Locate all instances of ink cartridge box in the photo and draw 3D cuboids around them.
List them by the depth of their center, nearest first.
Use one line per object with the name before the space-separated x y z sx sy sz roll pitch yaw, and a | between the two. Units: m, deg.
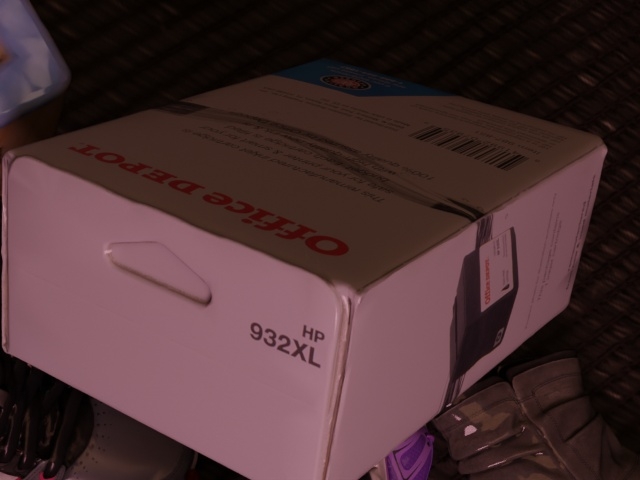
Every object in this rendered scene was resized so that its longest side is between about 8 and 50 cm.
ink cartridge box | 0.000 0.000 0.712 0.307 0.223 0.129 -27 131 -52

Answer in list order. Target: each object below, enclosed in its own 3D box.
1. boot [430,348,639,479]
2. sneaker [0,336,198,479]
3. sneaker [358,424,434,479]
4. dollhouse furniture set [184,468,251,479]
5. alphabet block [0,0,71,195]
boot | 0.209 0.152 0.896 0.246 0.083 0.161 -12 77 -20
sneaker | -0.205 0.094 0.725 0.295 0.178 0.124 11 67 -14
sneaker | 0.047 0.130 0.868 0.071 0.068 0.170 -2 88 -32
dollhouse furniture set | -0.074 0.218 0.676 0.135 0.259 0.262 13 101 -12
alphabet block | -0.285 -0.102 0.737 0.193 0.197 0.192 -30 88 -20
